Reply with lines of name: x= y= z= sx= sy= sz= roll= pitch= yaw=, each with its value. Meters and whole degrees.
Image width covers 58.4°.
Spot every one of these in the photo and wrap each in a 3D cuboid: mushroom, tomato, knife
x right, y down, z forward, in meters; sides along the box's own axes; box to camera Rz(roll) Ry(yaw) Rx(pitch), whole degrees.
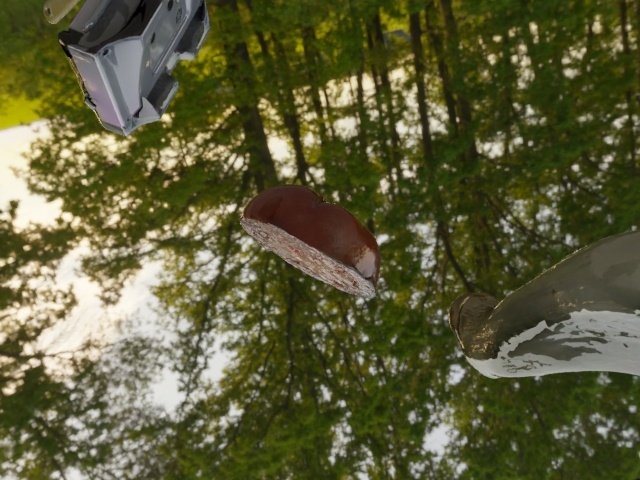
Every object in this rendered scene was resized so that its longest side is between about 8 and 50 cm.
mushroom: x=0.254 y=0.089 z=0.564 sx=0.122 sy=0.159 sz=0.329 roll=-10 pitch=169 yaw=-26
tomato: x=0.000 y=-0.002 z=0.791 sx=0.225 sy=0.225 sz=0.085 roll=11 pitch=-115 yaw=53
knife: x=-0.236 y=-0.293 z=0.597 sx=0.017 sy=0.047 sz=0.298 roll=-13 pitch=-173 yaw=-42

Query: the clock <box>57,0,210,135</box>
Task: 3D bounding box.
clock: x=-0.206 y=-0.262 z=0.691 sx=0.084 sy=0.253 sz=0.186 roll=23 pitch=162 yaw=-1

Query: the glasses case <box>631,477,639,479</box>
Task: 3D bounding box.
glasses case: x=0.193 y=0.187 z=0.379 sx=0.023 sy=0.083 sz=0.033 roll=-12 pitch=-123 yaw=-36
